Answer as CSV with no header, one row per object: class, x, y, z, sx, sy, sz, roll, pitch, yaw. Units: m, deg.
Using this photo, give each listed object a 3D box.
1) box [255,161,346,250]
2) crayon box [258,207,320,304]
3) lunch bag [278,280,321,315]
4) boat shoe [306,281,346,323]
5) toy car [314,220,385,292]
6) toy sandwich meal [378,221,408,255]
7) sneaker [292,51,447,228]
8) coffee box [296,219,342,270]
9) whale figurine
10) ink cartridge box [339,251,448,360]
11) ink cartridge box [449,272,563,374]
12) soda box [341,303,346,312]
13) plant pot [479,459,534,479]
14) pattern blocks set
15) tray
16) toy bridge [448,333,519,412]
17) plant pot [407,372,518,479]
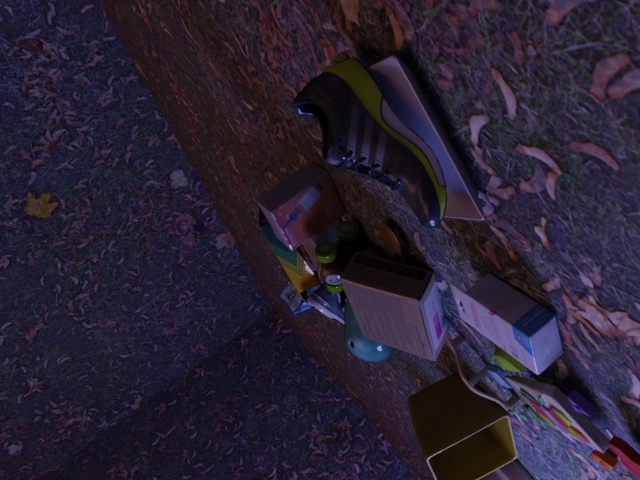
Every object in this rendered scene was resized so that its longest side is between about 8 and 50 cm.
box,-0.046,-0.083,1.501,0.091,0.170,0.130,38,160,51
crayon box,-0.089,0.025,1.989,0.318,0.081,0.202,61,-172,-27
lunch bag,-0.073,0.207,2.378,0.129,0.151,0.096,43,163,44
boat shoe,0.056,0.200,2.022,0.116,0.099,0.319,36,180,24
toy car,0.100,0.071,1.483,0.188,0.149,0.155,31,154,33
toy sandwich meal,0.155,-0.006,1.309,0.085,0.029,0.085,55,166,20
sneaker,0.072,-0.132,0.930,0.300,0.121,0.111,52,167,9
coffee box,0.000,0.000,1.709,0.141,0.098,0.246,55,167,-4
whale figurine,0.117,0.209,1.702,0.216,0.141,0.272,-7,108,57
ink cartridge box,0.167,0.147,1.373,0.193,0.088,0.234,14,144,31
ink cartridge box,0.305,0.127,1.028,0.181,0.062,0.104,38,160,48
soda box,0.156,0.262,1.891,0.216,0.069,0.074,39,160,47
plant pot,0.426,0.684,1.653,0.263,0.229,0.263,51,168,15
pattern blocks set,0.409,0.298,1.078,0.285,0.026,0.325,44,172,8
tray,0.155,-0.151,0.930,0.270,0.030,0.145,58,166,-14
toy bridge,0.340,0.292,1.324,0.188,0.063,0.026,50,166,21
plant pot,0.329,0.458,1.516,0.187,0.212,0.212,59,175,50
